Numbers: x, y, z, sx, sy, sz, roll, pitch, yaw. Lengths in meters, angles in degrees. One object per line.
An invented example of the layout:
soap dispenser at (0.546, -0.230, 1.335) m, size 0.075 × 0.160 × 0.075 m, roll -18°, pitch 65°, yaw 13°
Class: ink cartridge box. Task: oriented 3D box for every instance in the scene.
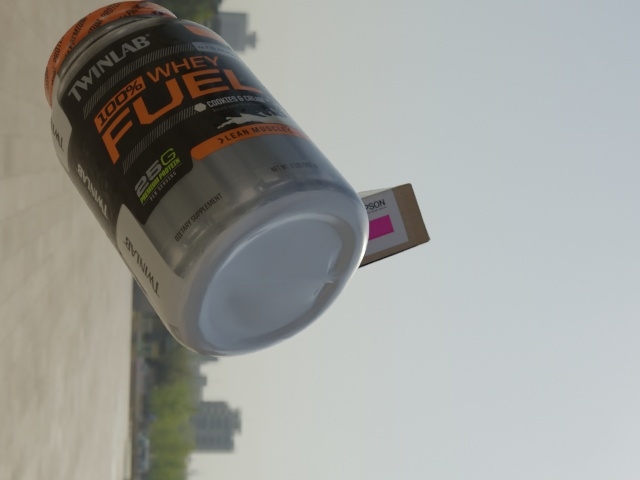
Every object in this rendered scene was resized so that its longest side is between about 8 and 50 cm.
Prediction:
ink cartridge box at (0.000, 0.000, 1.524) m, size 0.193 × 0.235 × 0.088 m, roll -6°, pitch -78°, yaw 71°

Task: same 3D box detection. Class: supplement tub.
supplement tub at (-0.114, -0.066, 1.000) m, size 0.316 × 0.194 × 0.193 m, roll 50°, pitch -34°, yaw 34°
